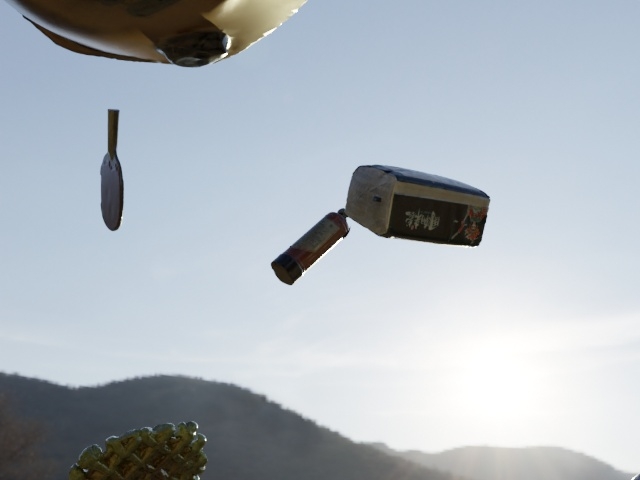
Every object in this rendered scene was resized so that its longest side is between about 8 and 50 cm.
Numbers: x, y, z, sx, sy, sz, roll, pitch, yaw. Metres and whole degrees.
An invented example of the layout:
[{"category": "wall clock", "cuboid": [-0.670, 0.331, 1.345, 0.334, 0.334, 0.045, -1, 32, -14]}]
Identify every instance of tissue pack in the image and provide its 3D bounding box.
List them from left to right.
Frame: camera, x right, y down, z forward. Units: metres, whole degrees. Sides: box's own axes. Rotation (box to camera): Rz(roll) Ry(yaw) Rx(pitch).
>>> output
[{"category": "tissue pack", "cuboid": [0.128, -0.045, 1.018, 0.170, 0.091, 0.103, 9, 12, -35]}]

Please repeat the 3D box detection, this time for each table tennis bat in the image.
[{"category": "table tennis bat", "cuboid": [-0.401, -0.134, 1.482, 0.022, 0.235, 0.131, -3, 16, -32]}]

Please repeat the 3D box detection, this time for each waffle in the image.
[{"category": "waffle", "cuboid": [-0.220, 0.295, 0.941, 0.169, 0.036, 0.184, -9, -51, -27]}]

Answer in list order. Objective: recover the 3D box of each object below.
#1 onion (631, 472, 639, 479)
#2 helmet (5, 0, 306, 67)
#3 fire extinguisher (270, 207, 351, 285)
[{"category": "onion", "cuboid": [0.192, 0.119, 0.304, 0.139, 0.218, 0.195, 0, -12, 40]}, {"category": "helmet", "cuboid": [-0.077, -0.178, 0.310, 0.224, 0.198, 0.130, -17, -3, 13]}, {"category": "fire extinguisher", "cuboid": [0.000, 0.000, 1.216, 0.062, 0.177, 0.050, 5, -49, 53]}]
